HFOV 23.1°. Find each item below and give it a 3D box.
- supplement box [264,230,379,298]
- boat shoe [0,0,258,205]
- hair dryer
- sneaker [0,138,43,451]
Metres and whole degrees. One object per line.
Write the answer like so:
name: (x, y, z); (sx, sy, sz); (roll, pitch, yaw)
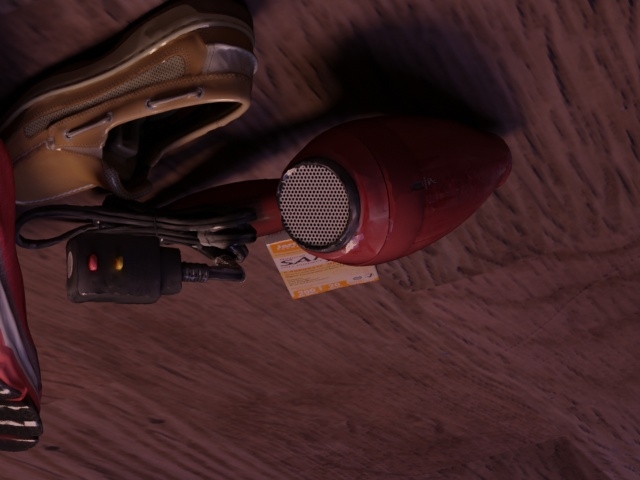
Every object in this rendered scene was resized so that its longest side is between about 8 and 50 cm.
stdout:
supplement box: (0.000, 0.000, 1.014); (0.062, 0.036, 0.098); (-13, 156, 5)
boat shoe: (-0.108, -0.053, 0.806); (0.068, 0.072, 0.190); (14, 146, -43)
hair dryer: (-0.022, -0.032, 0.889); (0.293, 0.080, 0.223); (-7, -168, -15)
sneaker: (-0.191, 0.007, 0.816); (0.116, 0.136, 0.314); (9, 148, 0)
